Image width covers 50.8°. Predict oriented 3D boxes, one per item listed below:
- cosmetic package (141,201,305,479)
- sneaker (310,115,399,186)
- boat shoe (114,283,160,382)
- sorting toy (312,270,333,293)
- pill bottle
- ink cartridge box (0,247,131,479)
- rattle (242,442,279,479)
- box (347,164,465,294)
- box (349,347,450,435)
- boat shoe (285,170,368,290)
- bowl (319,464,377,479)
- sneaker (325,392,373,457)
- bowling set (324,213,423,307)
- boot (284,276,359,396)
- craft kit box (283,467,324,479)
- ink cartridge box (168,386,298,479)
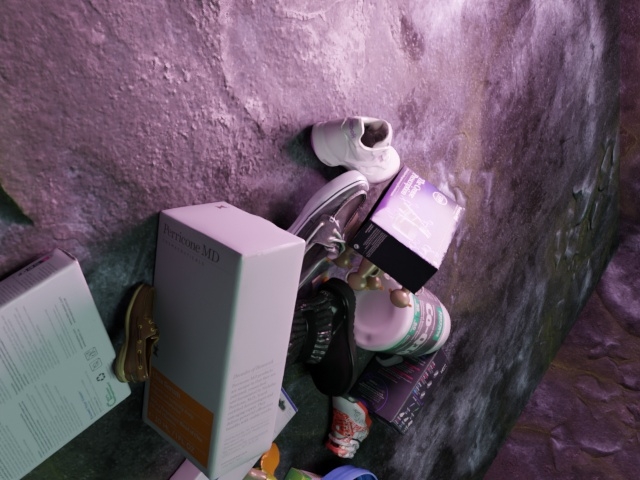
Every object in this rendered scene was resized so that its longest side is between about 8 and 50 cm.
[{"bbox_3d":[-0.191,0.180,1.262,0.161,0.230,0.454,-13,120,-47],"label":"cosmetic package"},{"bbox_3d":[0.114,-0.195,1.483,0.305,0.152,0.114,11,71,-55],"label":"sneaker"},{"bbox_3d":[-0.311,0.164,1.192,0.064,0.060,0.178,71,22,-66],"label":"boat shoe"},{"bbox_3d":[0.011,0.106,1.665,0.083,0.012,0.062,-35,135,-35],"label":"sorting toy"},{"bbox_3d":[0.214,0.208,1.817,0.361,0.204,0.204,23,92,-59],"label":"pill bottle"},{"bbox_3d":[-0.482,0.225,1.050,0.330,0.071,0.324,-37,138,-33],"label":"ink cartridge box"},{"bbox_3d":[-0.187,0.628,1.716,0.130,0.143,0.200,14,119,-24],"label":"rattle"},{"bbox_3d":[0.201,-0.031,1.521,0.103,0.184,0.261,-50,-177,40],"label":"box"},{"bbox_3d":[0.239,0.413,2.015,0.270,0.165,0.143,-53,144,-14],"label":"box"},{"bbox_3d":[0.000,0.000,1.446,0.335,0.119,0.121,-47,149,-4],"label":"boat shoe"},{"bbox_3d":[0.026,0.843,1.990,0.391,0.077,0.391,-31,133,-40],"label":"bowl"},{"bbox_3d":[0.068,0.535,1.934,0.145,0.090,0.270,-53,146,-20],"label":"sneaker"},{"bbox_3d":[0.113,0.054,1.633,0.154,0.287,0.200,-54,178,-5],"label":"bowling set"},{"bbox_3d":[-0.038,0.275,1.603,0.260,0.131,0.348,-31,127,-43],"label":"boot"},{"bbox_3d":[-0.073,0.792,1.943,0.250,0.061,0.246,-59,147,-9],"label":"craft kit box"},{"bbox_3d":[-0.199,0.479,1.579,0.333,0.065,0.165,-47,141,-21],"label":"ink cartridge box"}]
